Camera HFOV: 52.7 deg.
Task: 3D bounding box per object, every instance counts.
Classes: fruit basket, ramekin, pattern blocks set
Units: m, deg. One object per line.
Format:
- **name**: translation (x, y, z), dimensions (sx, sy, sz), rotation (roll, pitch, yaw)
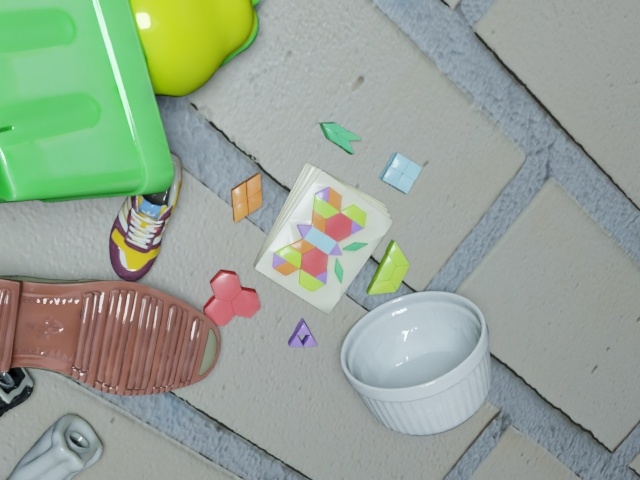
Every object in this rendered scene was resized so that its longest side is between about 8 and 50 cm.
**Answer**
- **fruit basket**: translation (-0.262, -0.230, 0.722), dimensions (0.392, 0.282, 0.392), rotation (3, 87, -55)
- **ramekin**: translation (0.141, 0.176, 0.908), dimensions (0.207, 0.207, 0.109), rotation (-26, 117, -7)
- **pattern blocks set**: translation (0.000, 0.000, 0.921), dimensions (0.285, 0.026, 0.325), rotation (17, 98, -17)

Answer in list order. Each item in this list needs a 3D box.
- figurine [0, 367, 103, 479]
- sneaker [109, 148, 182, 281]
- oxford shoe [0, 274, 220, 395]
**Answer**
- **figurine**: translation (-0.439, 0.284, 0.855), dimensions (0.209, 0.092, 0.215), rotation (-38, 109, 5)
- **sneaker**: translation (-0.227, -0.030, 0.827), dimensions (0.069, 0.084, 0.186), rotation (15, 98, -17)
- **oxford shoe**: translation (-0.317, 0.105, 0.821), dimensions (0.396, 0.146, 0.141), rotation (18, 82, -35)
